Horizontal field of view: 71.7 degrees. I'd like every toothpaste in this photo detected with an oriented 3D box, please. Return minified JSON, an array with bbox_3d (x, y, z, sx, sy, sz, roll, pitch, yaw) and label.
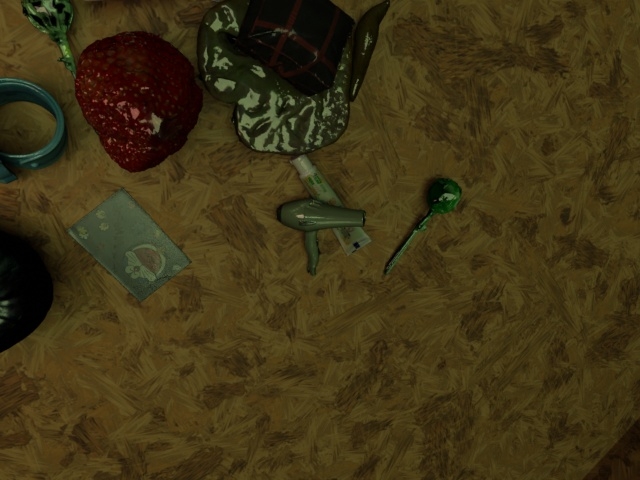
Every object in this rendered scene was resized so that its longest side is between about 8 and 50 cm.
[{"bbox_3d":[0.026,-0.094,1.162,0.314,0.058,0.056,55,50,-25],"label":"toothpaste"}]

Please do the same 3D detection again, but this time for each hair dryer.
[{"bbox_3d":[0.022,-0.017,1.129,0.219,0.088,0.225,-14,116,26],"label":"hair dryer"}]

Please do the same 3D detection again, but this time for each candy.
[{"bbox_3d":[-0.526,-0.370,0.924,0.091,0.083,0.305,2,120,21],"label":"candy"},{"bbox_3d":[0.276,-0.033,1.247,0.097,0.097,0.323,30,104,-21],"label":"candy"}]

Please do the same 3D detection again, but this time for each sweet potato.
[{"bbox_3d":[0.104,-0.465,1.071,0.059,0.069,0.249,20,102,20],"label":"sweet potato"}]

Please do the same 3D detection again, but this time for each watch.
[{"bbox_3d":[-0.622,-0.228,0.882,0.193,0.211,0.211,-47,114,-22],"label":"watch"}]

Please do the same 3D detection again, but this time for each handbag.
[{"bbox_3d":[-0.053,-0.410,0.889,0.215,0.155,0.169,24,81,-28],"label":"handbag"}]

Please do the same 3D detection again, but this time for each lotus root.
[{"bbox_3d":[-0.083,-0.388,1.022,0.375,0.111,0.390,-47,111,-4],"label":"lotus root"}]

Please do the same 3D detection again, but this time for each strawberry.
[{"bbox_3d":[-0.343,-0.274,0.879,0.238,0.288,0.250,-33,132,-15],"label":"strawberry"}]

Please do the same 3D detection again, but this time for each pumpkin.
[{"bbox_3d":[-0.735,0.105,0.906,0.315,0.238,0.315,-15,119,-28],"label":"pumpkin"}]

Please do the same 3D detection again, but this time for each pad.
[{"bbox_3d":[-0.461,0.017,1.077,0.170,0.006,0.245,-38,112,-3],"label":"pad"}]
